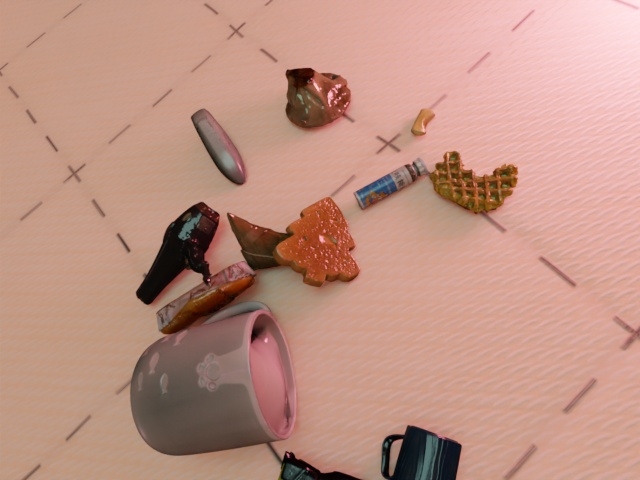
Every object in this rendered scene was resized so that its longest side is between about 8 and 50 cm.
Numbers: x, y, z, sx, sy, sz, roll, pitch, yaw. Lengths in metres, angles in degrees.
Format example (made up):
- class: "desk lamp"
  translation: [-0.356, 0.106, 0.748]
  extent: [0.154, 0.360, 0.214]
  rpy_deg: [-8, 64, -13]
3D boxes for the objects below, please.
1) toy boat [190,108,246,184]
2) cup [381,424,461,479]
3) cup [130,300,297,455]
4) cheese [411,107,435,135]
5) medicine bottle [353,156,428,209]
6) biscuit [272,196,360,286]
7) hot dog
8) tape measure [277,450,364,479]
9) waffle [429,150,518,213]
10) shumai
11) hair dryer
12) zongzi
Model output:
- class: "toy boat"
  translation: [-0.286, -0.264, 1.285]
  extent: [0.078, 0.085, 0.261]
  rpy_deg: [-34, 75, 0]
- class: "cup"
  translation: [0.182, 0.429, 0.844]
  extent: [0.149, 0.113, 0.138]
  rpy_deg: [14, 70, 18]
- class: "cup"
  translation: [-0.220, 0.270, 0.965]
  extent: [0.274, 0.260, 0.357]
  rpy_deg: [-15, 34, 9]
- class: "cheese"
  translation: [0.271, -0.310, 1.175]
  extent: [0.044, 0.030, 0.083]
  rpy_deg: [17, 67, 27]
- class: "medicine bottle"
  translation: [0.175, -0.143, 1.120]
  extent: [0.191, 0.051, 0.051]
  rpy_deg: [-29, 64, 2]
- class: "biscuit"
  translation: [0.000, 0.000, 1.079]
  extent: [0.212, 0.041, 0.239]
  rpy_deg: [15, 61, -9]
- class: "hot dog"
  translation: [-0.274, 0.140, 1.066]
  extent: [0.267, 0.144, 0.075]
  rpy_deg: [-31, 87, 8]
- class: "tape measure"
  translation: [-0.014, 0.531, 0.857]
  extent: [0.198, 0.112, 0.186]
  rpy_deg: [10, 64, 24]
- class: "waffle"
  translation: [0.365, -0.145, 1.071]
  extent: [0.194, 0.051, 0.149]
  rpy_deg: [33, 79, 29]
- class: "shumai"
  translation: [-0.018, -0.421, 1.250]
  extent: [0.201, 0.120, 0.202]
  rpy_deg: [-7, 63, 13]
- class: "hair dryer"
  translation: [-0.327, 0.065, 1.060]
  extent: [0.304, 0.120, 0.359]
  rpy_deg: [-52, 30, -4]
- class: "zongzi"
  translation: [-0.113, -0.014, 1.075]
  extent: [0.188, 0.178, 0.081]
  rpy_deg: [-11, 39, 10]
